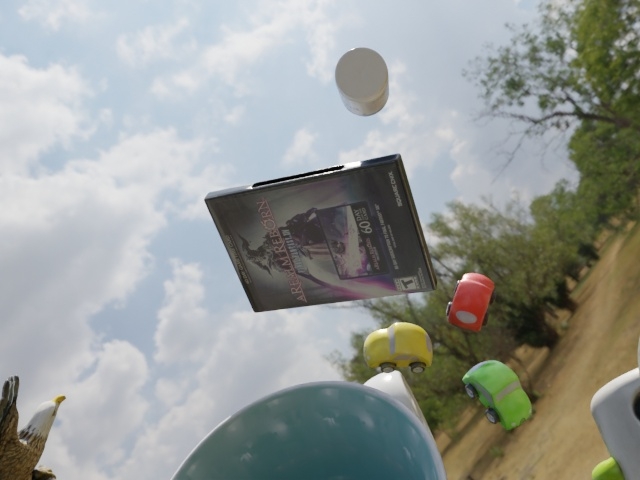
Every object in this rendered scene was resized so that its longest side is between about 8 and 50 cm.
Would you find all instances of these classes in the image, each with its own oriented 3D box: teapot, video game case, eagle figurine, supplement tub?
[{"bbox_3d":[0.130,0.413,1.436,0.187,0.253,0.256,-25,-52,4],"label":"teapot"},{"bbox_3d":[0.000,0.000,0.913,0.026,0.274,0.196,-67,-38,-56],"label":"video game case"},{"bbox_3d":[-0.433,0.280,0.913,0.226,0.225,0.298,-13,-47,8],"label":"eagle figurine"},{"bbox_3d":[0.057,-0.210,0.912,0.071,0.071,0.107,-50,-7,3],"label":"supplement tub"}]

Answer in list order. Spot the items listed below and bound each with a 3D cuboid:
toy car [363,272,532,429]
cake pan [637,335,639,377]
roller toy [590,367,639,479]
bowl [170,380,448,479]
[{"bbox_3d":[0.207,0.158,0.945,0.239,0.225,0.053,-29,-34,-20],"label":"toy car"},{"bbox_3d":[0.397,0.132,0.569,0.293,0.293,0.054,-34,-22,-35],"label":"cake pan"},{"bbox_3d":[0.409,0.198,0.746,0.209,0.146,0.191,-5,-30,-19],"label":"roller toy"},{"bbox_3d":[-0.004,0.311,0.667,0.311,0.311,0.163,-42,-52,-18],"label":"bowl"}]
